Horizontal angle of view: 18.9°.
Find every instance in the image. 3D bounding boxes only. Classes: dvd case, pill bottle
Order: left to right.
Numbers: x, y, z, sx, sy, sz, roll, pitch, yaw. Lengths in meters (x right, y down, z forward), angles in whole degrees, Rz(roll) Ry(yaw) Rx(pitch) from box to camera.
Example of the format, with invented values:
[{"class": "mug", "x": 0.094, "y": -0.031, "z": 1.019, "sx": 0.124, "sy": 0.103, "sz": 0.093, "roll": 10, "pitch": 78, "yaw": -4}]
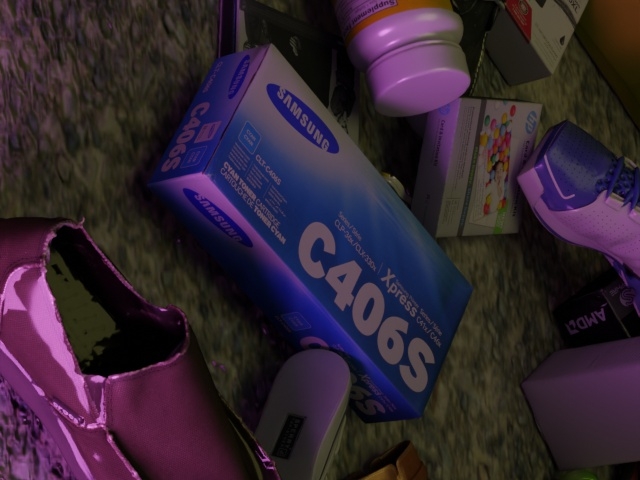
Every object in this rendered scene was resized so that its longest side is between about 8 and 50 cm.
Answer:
[{"class": "dvd case", "x": -0.029, "y": -0.099, "z": 1.854, "sx": 0.179, "sy": 0.029, "sz": 0.239, "roll": 18, "pitch": 68, "yaw": -45}, {"class": "pill bottle", "x": 0.072, "y": -0.235, "z": 1.902, "sx": 0.119, "sy": 0.119, "sz": 0.208, "roll": 6, "pitch": 61, "yaw": -48}]

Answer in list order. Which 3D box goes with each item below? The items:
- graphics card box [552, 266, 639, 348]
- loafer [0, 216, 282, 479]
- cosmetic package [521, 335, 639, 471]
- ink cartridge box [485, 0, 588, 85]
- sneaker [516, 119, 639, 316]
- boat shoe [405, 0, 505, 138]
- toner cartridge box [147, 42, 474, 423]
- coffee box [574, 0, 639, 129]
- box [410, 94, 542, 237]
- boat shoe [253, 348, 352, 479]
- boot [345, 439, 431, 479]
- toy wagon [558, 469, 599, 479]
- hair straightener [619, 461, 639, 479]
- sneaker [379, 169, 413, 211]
[{"class": "graphics card box", "x": 0.446, "y": 0.177, "z": 2.202, "sx": 0.233, "sy": 0.094, "sz": 0.371, "roll": -33, "pitch": 94, "yaw": -39}, {"class": "loafer", "x": -0.150, "y": 0.124, "z": 1.554, "sx": 0.366, "sy": 0.130, "sz": 0.134, "roll": 47, "pitch": 50, "yaw": -20}, {"class": "cosmetic package", "x": 0.344, "y": 0.167, "z": 2.055, "sx": 0.085, "sy": 0.231, "sz": 0.117, "roll": -38, "pitch": 109, "yaw": -46}, {"class": "ink cartridge box", "x": 0.235, "y": -0.266, "z": 2.171, "sx": 0.109, "sy": 0.063, "sz": 0.150, "roll": 51, "pitch": 47, "yaw": -27}, {"class": "sneaker", "x": 0.377, "y": -0.022, "z": 2.051, "sx": 0.315, "sy": 0.182, "sz": 0.127, "roll": 44, "pitch": 51, "yaw": -16}, {"class": "boat shoe", "x": 0.142, "y": -0.274, "z": 2.022, "sx": 0.121, "sy": 0.119, "sz": 0.335, "roll": 13, "pitch": 73, "yaw": -47}, {"class": "toner cartridge box", "x": 0.000, "y": 0.000, "z": 1.782, "sx": 0.348, "sy": 0.075, "sz": 0.165, "roll": 48, "pitch": 48, "yaw": -31}, {"class": "coffee box", "x": 0.544, "y": -0.305, "z": 2.324, "sx": 0.338, "sy": 0.337, "sz": 0.334, "roll": 52, "pitch": 47, "yaw": -27}, {"class": "box", "x": 0.162, "y": -0.078, "z": 2.003, "sx": 0.186, "sy": 0.038, "sz": 0.145, "roll": -3, "pitch": 105, "yaw": -59}, {"class": "boat shoe", "x": -0.035, "y": 0.220, "z": 1.720, "sx": 0.258, "sy": 0.095, "sz": 0.084, "roll": -57, "pitch": 155, "yaw": -30}, {"class": "boot", "x": 0.110, "y": 0.265, "z": 1.890, "sx": 0.197, "sy": 0.073, "sz": 0.152, "roll": -27, "pitch": 97, "yaw": -51}, {"class": "toy wagon", "x": 0.374, "y": 0.380, "z": 2.021, "sx": 0.344, "sy": 0.068, "sz": 0.267, "roll": 31, "pitch": 17, "yaw": -22}, {"class": "hair straightener", "x": 0.388, "y": 0.248, "z": 2.223, "sx": 0.089, "sy": 0.047, "sz": 0.230, "roll": 44, "pitch": 45, "yaw": -33}, {"class": "sneaker", "x": 0.073, "y": -0.037, "z": 1.960, "sx": 0.035, "sy": 0.031, "sz": 0.083, "roll": -49, "pitch": 132, "yaw": -9}]
